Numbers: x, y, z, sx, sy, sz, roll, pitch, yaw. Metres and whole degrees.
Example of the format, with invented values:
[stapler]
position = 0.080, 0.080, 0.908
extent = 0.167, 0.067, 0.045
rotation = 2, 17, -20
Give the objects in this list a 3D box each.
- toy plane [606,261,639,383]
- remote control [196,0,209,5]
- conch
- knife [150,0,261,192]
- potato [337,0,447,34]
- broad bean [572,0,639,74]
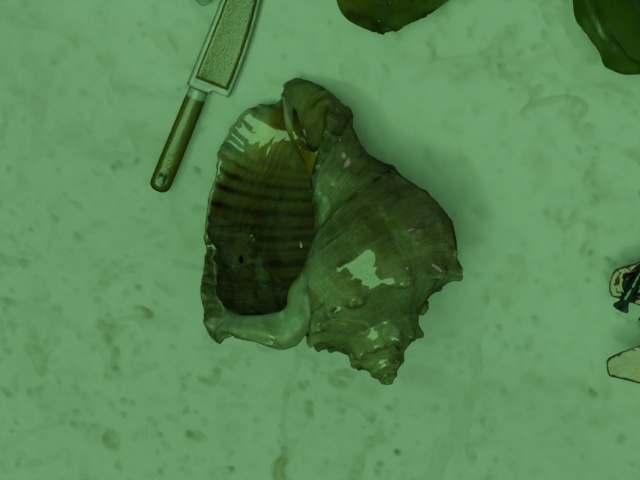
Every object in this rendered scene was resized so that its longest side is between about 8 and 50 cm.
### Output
[toy plane]
position = 0.417, 0.023, 1.866
extent = 0.223, 0.104, 0.326
rotation = 29, 105, 5
[remote control]
position = -0.098, -0.282, 1.954
extent = 0.096, 0.014, 0.039
rotation = -44, 90, 15
[conch]
position = 0.004, 0.007, 1.910
extent = 0.263, 0.324, 0.186
rotation = -21, 141, 10
[knife]
position = -0.111, -0.164, 1.977
extent = 0.046, 0.022, 0.256
rotation = 23, 101, -3
[potato]
position = 0.095, -0.275, 1.882
extent = 0.188, 0.085, 0.105
rotation = -40, 89, 20
[broad bean]
position = 0.354, -0.287, 1.811
extent = 0.238, 0.119, 0.291
rotation = 20, 102, 16
